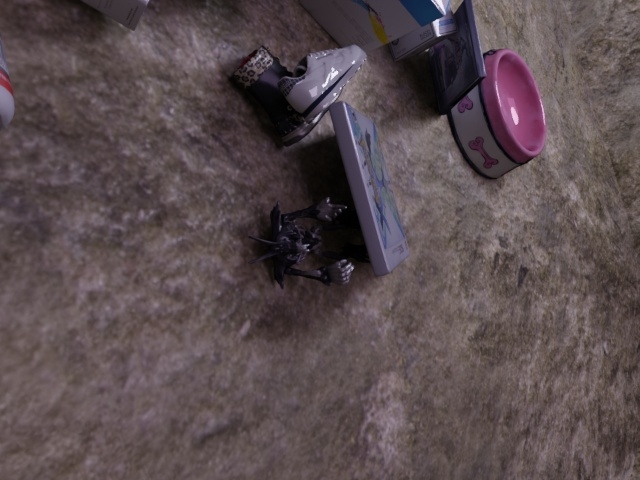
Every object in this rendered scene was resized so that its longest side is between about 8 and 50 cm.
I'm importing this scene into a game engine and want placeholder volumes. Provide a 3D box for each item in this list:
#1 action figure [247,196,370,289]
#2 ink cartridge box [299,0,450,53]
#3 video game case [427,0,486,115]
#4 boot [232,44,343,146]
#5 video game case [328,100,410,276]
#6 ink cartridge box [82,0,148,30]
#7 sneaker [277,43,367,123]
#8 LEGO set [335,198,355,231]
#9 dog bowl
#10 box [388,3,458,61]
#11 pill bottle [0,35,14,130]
[{"bbox_3d":[0.000,0.000,0.954,0.275,0.140,0.164,-10,94,-47],"label":"action figure"},{"bbox_3d":[0.132,-0.572,1.107,0.197,0.270,0.198,35,65,-33],"label":"ink cartridge box"},{"bbox_3d":[0.352,-0.469,1.338,0.026,0.274,0.196,-9,86,-6],"label":"video game case"},{"bbox_3d":[-0.056,-0.320,1.010,0.179,0.085,0.236,48,50,-22],"label":"boot"},{"bbox_3d":[0.114,-0.107,1.064,0.300,0.036,0.329,-16,90,-72],"label":"video game case"},{"bbox_3d":[-0.336,-0.442,0.728,0.219,0.092,0.160,25,70,-28],"label":"ink cartridge box"},{"bbox_3d":[0.009,-0.323,0.963,0.094,0.090,0.235,41,50,-10],"label":"sneaker"},{"bbox_3d":[0.062,-0.058,1.106,0.083,0.023,0.054,38,56,-32],"label":"LEGO set"},{"bbox_3d":[0.564,-0.407,1.587,0.407,0.150,0.409,11,73,-42],"label":"dog bowl"},{"bbox_3d":[0.220,-0.628,1.279,0.087,0.169,0.290,-25,98,-30],"label":"box"},{"bbox_3d":[-0.464,-0.291,0.517,0.210,0.210,0.363,-12,88,-45],"label":"pill bottle"}]
